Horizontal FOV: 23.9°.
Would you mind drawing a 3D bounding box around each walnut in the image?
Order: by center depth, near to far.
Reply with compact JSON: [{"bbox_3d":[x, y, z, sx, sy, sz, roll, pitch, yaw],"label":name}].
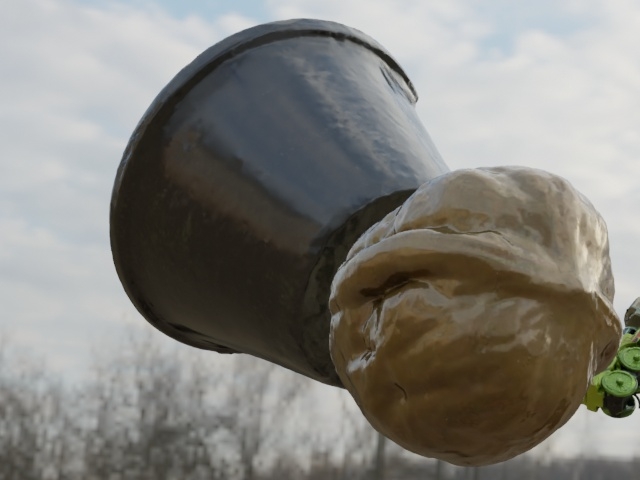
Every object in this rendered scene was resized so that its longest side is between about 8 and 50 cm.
[{"bbox_3d":[0.080,0.040,0.778,0.149,0.167,0.166,29,-24,-27],"label":"walnut"}]

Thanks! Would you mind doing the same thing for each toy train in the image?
[{"bbox_3d":[0.380,0.116,1.773,0.085,0.249,0.053,21,-47,29],"label":"toy train"}]

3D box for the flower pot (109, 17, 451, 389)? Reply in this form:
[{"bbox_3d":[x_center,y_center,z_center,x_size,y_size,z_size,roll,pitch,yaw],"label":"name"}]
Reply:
[{"bbox_3d":[0.000,0.000,1.484,0.379,0.379,0.251,15,18,-39],"label":"flower pot"}]
